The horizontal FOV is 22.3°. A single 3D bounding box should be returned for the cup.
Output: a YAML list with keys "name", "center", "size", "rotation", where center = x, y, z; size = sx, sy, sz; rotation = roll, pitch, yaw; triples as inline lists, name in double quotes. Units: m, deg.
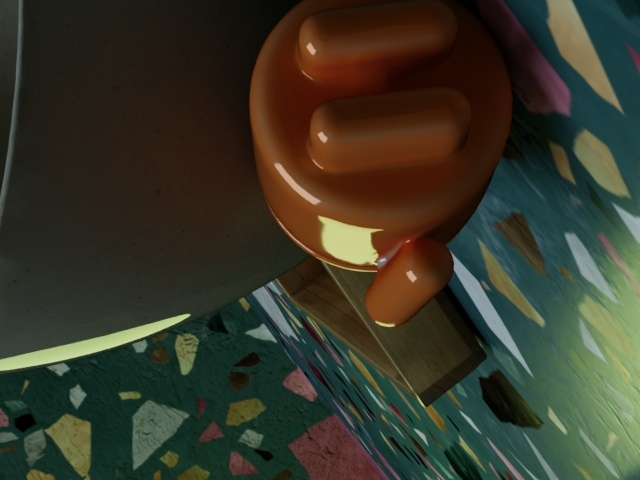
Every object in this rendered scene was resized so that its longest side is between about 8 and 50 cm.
- name: "cup"
  center: [-0.119, -0.074, 0.987]
  size: [0.331, 0.237, 0.331]
  rotation: [-18, 69, 60]

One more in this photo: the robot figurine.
- name: "robot figurine"
  center: [0.028, -0.051, 0.821]
  size: [0.158, 0.128, 0.219]
  rotation: [44, 172, 8]

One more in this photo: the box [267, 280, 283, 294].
- name: "box"
  center: [-0.069, -0.019, 1.802]
  size: [0.126, 0.072, 0.137]
  rotation: [55, 172, -17]

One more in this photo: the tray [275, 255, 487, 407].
- name: "tray"
  center: [0.000, 0.000, 1.465]
  size: [0.203, 0.076, 0.411]
  rotation: [55, 173, -17]
